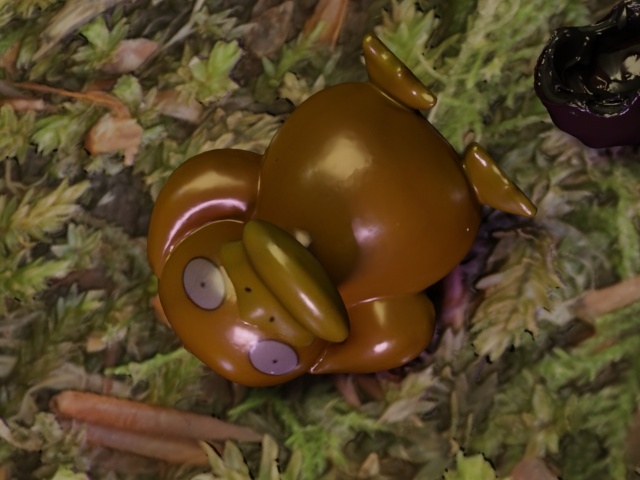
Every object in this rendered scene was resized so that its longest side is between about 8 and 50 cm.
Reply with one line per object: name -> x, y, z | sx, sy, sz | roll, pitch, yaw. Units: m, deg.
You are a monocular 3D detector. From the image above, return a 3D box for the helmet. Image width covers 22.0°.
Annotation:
helmet -> 0.208, -0.106, 1.112 | 0.123, 0.070, 0.098 | -15, 47, 13

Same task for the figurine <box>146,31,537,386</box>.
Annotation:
figurine -> 0.005, -0.005, 1.113 | 0.215, 0.215, 0.228 | 28, 63, 37
